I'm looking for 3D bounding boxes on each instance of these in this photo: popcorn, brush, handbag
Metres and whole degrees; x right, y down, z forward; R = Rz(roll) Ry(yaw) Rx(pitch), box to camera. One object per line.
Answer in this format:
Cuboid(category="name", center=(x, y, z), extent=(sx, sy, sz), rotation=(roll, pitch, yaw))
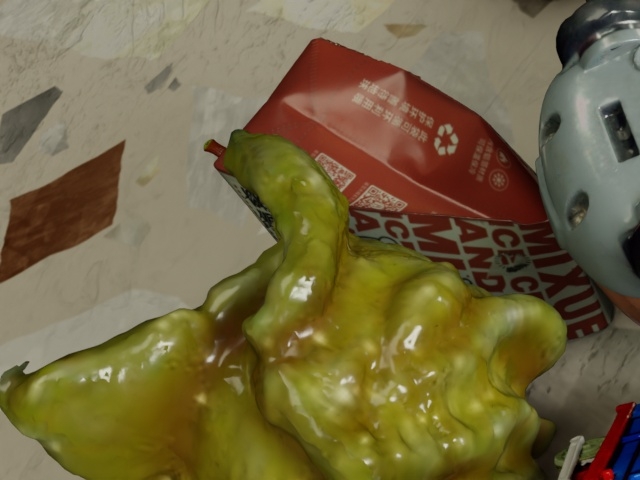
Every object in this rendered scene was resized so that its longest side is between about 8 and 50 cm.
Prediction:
Cuboid(category="popcorn", center=(0.001, 0.088, 0.874), extent=(0.290, 0.321, 0.326), rotation=(0, 89, 32))
Cuboid(category="brush", center=(-0.085, -0.078, 1.300), extent=(0.083, 0.021, 0.019), rotation=(29, 80, 40))
Cuboid(category="handbag", center=(0.080, -0.023, 1.011), extent=(0.298, 0.171, 0.151), rotation=(27, 73, 42))

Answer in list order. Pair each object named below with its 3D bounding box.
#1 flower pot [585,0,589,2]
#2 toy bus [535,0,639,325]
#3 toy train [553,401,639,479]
Cuboid(category="flower pot", center=(0.287, -0.192, 0.957), extent=(0.235, 0.148, 0.235), rotation=(-31, 51, 48))
Cuboid(category="toy bus", center=(0.287, -0.045, 0.832), extent=(0.287, 0.232, 0.194), rotation=(-21, 50, 13))
Cuboid(category="toy train", center=(0.200, 0.154, 0.784), extent=(0.131, 0.204, 0.083), rotation=(-16, 95, 24))
